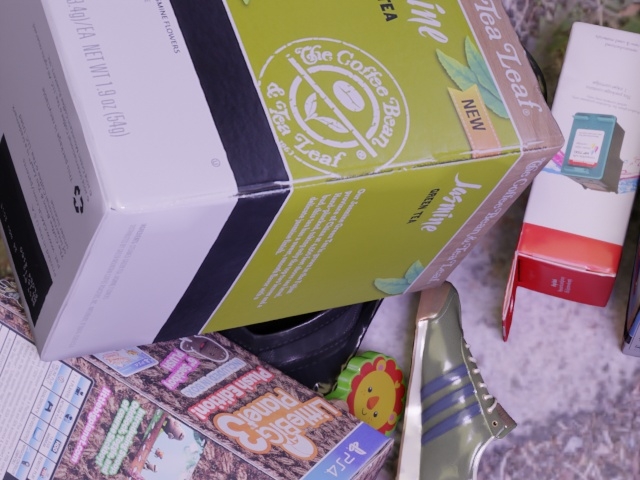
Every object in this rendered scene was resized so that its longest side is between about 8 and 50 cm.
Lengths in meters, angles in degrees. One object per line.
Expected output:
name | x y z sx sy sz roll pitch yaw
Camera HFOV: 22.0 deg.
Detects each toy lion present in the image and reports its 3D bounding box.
toy lion | 0.031 0.139 1.270 0.034 0.096 0.100 13 117 44

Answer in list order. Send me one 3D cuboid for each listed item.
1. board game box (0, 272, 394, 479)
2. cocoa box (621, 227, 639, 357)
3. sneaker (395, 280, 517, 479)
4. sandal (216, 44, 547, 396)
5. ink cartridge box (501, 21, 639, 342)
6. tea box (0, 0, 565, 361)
board game box | -0.136 0.183 1.198 0.291 0.141 0.232 31 113 13
cocoa box | 0.363 -0.075 1.190 0.231 0.228 0.347 11 79 10
sneaker | 0.109 0.128 1.266 0.086 0.064 0.192 6 84 8
sandal | -0.001 -0.003 1.285 0.167 0.107 0.446 38 85 14
ink cartridge box | 0.200 -0.033 1.251 0.078 0.134 0.231 14 81 10
tea box | -0.066 -0.129 1.130 0.323 0.220 0.329 -10 66 -27
